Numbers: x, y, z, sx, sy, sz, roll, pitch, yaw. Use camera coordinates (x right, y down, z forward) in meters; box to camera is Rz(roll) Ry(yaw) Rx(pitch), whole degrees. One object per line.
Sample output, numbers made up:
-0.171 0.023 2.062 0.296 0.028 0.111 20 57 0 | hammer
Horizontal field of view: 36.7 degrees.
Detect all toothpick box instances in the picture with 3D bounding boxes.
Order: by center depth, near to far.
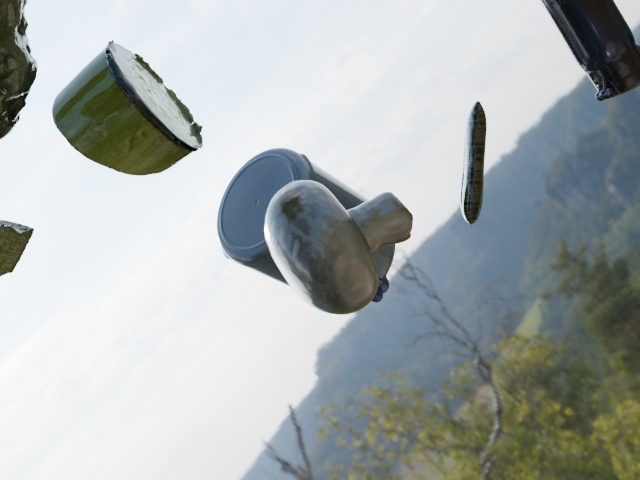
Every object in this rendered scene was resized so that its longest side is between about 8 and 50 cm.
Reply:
0.000 0.000 1.889 0.355 0.263 0.263 28 -72 -43 | toothpick box

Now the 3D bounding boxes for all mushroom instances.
0.034 -0.005 1.559 0.243 0.243 0.243 -46 -9 -9 | mushroom

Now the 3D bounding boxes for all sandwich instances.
-0.492 0.012 1.306 0.094 0.258 0.096 -27 -64 -50 | sandwich

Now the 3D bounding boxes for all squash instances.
-0.286 -0.190 1.494 0.133 0.220 0.220 -44 -7 18 | squash

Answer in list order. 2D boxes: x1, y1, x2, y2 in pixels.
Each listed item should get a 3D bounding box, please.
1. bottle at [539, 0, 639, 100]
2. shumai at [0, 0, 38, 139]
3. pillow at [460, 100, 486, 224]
0.303 -0.280 1.130 0.082 0.244 0.072 -36 9 -24 | bottle
-0.473 -0.300 1.113 0.397 0.324 0.323 -51 -14 -76 | shumai
0.257 -0.129 1.621 0.113 0.038 0.203 -13 -74 -81 | pillow
